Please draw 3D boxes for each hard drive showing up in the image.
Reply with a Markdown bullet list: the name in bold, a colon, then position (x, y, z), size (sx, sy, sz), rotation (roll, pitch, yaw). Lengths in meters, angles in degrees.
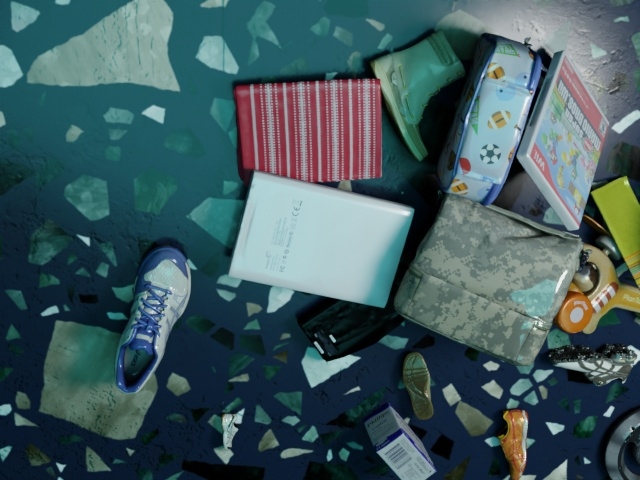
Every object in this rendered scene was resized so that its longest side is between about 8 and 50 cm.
- **hard drive**: position (0.000, 0.000, 1.591), size (0.319, 0.040, 0.210), rotation (12, 104, -13)

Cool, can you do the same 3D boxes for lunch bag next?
- **lunch bag**: position (0.304, -0.230, 1.506), size (0.115, 0.243, 0.303), rotation (18, 109, -1)
- **lunch bag**: position (0.326, 0.062, 1.577), size (0.305, 0.212, 0.256), rotation (24, 107, 13)

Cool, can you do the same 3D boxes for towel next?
- **towel**: position (-0.023, -0.202, 1.545), size (0.275, 0.031, 0.198), rotation (-3, 116, -1)
- **towel**: position (0.639, -0.010, 1.678), size (0.102, 0.021, 0.237), rotation (-23, 85, -27)

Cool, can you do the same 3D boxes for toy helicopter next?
- **toy helicopter**: position (0.609, 0.089, 1.736), size (0.355, 0.140, 0.235), rotation (16, 96, -24)

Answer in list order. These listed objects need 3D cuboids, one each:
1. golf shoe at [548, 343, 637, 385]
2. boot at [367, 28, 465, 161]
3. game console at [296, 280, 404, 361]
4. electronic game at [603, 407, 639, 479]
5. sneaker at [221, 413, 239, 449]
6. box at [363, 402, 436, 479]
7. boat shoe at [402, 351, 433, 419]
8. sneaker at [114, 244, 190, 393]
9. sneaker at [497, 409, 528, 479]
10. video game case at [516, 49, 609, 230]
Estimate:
- **golf shoe**: position (0.592, 0.279, 1.799), size (0.198, 0.077, 0.093), rotation (1, 107, -8)
- **boot**: position (0.202, -0.272, 1.561), size (0.165, 0.077, 0.213), rotation (-26, 103, -1)
- **game console**: position (0.017, 0.070, 1.661), size (0.213, 0.044, 0.361), rotation (-33, 110, 1)
- **electronic game**: position (0.763, 0.482, 1.905), size (0.229, 0.048, 0.229), rotation (-3, 107, -9)
- **sneaker**: position (-0.188, 0.404, 1.738), size (0.037, 0.032, 0.083), rotation (-3, 108, -8)
- **box**: position (0.167, 0.434, 1.748), size (0.072, 0.137, 0.126), rotation (-38, 109, 3)
- **boat shoe**: position (0.210, 0.306, 1.770), size (0.056, 0.048, 0.153), rotation (-15, 103, 9)
- **sneaker**: position (-0.321, 0.159, 1.589), size (0.112, 0.131, 0.296), rotation (15, 103, -11)
- **sneaker**: position (0.429, 0.455, 1.847), size (0.067, 0.064, 0.175), rotation (0, 103, 12)
- **video game case**: position (0.460, -0.190, 1.543), size (0.204, 0.025, 0.285), rotation (47, 53, -29)
